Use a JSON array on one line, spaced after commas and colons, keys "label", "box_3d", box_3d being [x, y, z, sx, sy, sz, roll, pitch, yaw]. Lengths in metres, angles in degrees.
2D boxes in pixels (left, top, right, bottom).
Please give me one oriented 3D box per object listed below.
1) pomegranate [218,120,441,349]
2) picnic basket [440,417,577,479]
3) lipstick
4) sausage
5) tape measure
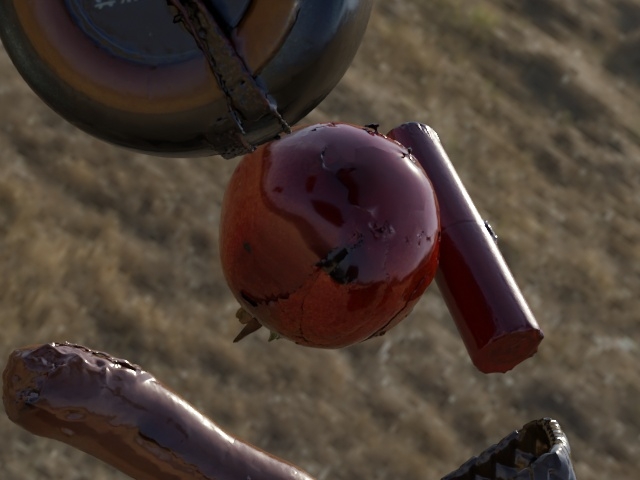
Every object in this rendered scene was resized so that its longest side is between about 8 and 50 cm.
[{"label": "pomegranate", "box_3d": [0.000, 0.000, 1.581, 0.210, 0.235, 0.210, 24, 44, -26]}, {"label": "picnic basket", "box_3d": [0.127, 0.173, 1.179, 0.055, 0.110, 0.193, 57, 5, 0]}, {"label": "lipstick", "box_3d": [0.129, 0.001, 1.674, 0.073, 0.073, 0.280, 15, 38, -39]}, {"label": "sausage", "box_3d": [-0.081, 0.148, 1.181, 0.304, 0.078, 0.078, 31, 22, -23]}, {"label": "tape measure", "box_3d": [-0.074, -0.151, 0.918, 0.135, 0.202, 0.223, -12, 89, -77]}]
